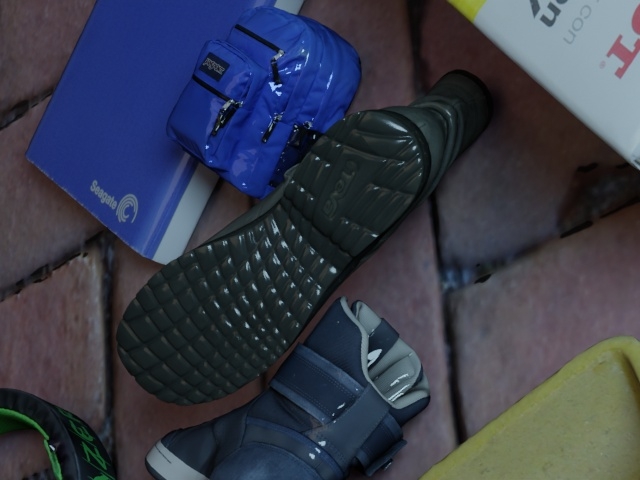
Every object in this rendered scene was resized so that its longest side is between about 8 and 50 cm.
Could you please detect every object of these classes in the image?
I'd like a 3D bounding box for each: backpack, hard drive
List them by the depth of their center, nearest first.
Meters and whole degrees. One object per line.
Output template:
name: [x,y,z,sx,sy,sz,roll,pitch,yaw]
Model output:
backpack: [-0.034,-0.094,1.104,0.098,0.101,0.120,35,99,42]
hard drive: [-0.101,-0.165,1.250,0.210,0.040,0.318,36,102,48]

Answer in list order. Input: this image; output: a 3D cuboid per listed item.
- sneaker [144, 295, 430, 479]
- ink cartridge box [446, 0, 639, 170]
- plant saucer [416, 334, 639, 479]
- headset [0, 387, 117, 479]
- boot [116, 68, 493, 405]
sneaker: [-0.020,0.111,1.025,0.163,0.086,0.226,-52,16,-9]
ink cartridge box: [0.178,-0.223,0.868,0.279,0.160,0.384,-56,42,17]
plant saucer: [0.110,0.270,0.815,0.333,0.081,0.332,-42,48,29]
headset: [-0.323,0.266,1.219,0.394,0.185,0.243,-42,46,14]
boot: [0.000,0.000,1.000,0.246,0.161,0.083,-41,85,24]
